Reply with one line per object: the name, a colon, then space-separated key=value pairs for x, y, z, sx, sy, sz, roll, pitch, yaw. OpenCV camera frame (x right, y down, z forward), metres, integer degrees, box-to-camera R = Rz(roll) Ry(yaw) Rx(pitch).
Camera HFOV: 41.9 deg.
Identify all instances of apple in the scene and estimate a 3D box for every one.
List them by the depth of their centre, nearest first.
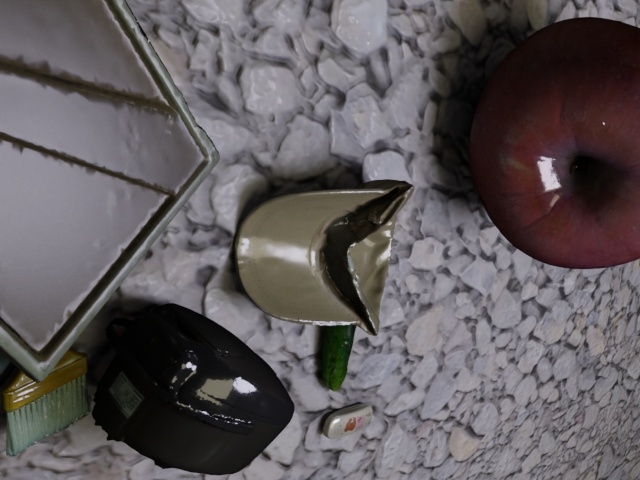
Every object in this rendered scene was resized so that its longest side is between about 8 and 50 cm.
apple: x=0.321 y=-0.115 z=0.990 sx=0.235 sy=0.306 sz=0.305 roll=-55 pitch=147 yaw=-52

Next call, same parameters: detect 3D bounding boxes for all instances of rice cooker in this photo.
rice cooker: x=-0.110 y=0.134 z=0.741 sx=0.118 sy=0.142 sz=0.203 roll=-53 pitch=142 yaw=2

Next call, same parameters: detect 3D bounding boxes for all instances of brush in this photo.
brush: x=-0.219 y=0.062 z=0.658 sx=0.083 sy=0.010 sz=0.218 roll=-24 pitch=123 yaw=-50

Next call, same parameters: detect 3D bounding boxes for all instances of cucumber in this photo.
cucumber: x=0.022 y=0.106 z=0.955 sx=0.039 sy=0.039 sz=0.167 roll=-17 pitch=123 yaw=-43

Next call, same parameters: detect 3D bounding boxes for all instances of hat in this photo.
hat: x=0.000 y=0.000 z=0.868 sx=0.173 sy=0.144 sz=0.166 roll=12 pitch=104 yaw=-6

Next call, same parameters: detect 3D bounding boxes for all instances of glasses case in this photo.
glasses case: x=0.035 y=0.225 z=1.041 sx=0.083 sy=0.021 sz=0.032 roll=-5 pitch=111 yaw=-47

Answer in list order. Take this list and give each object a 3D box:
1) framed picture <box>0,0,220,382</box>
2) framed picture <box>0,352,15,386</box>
framed picture: x=-0.210 y=-0.086 z=0.573 sx=0.247 sy=0.022 sz=0.335 roll=-55 pitch=142 yaw=-24
framed picture: x=-0.366 y=0.143 z=0.536 sx=0.347 sy=0.016 sz=0.265 roll=-55 pitch=145 yaw=-13
